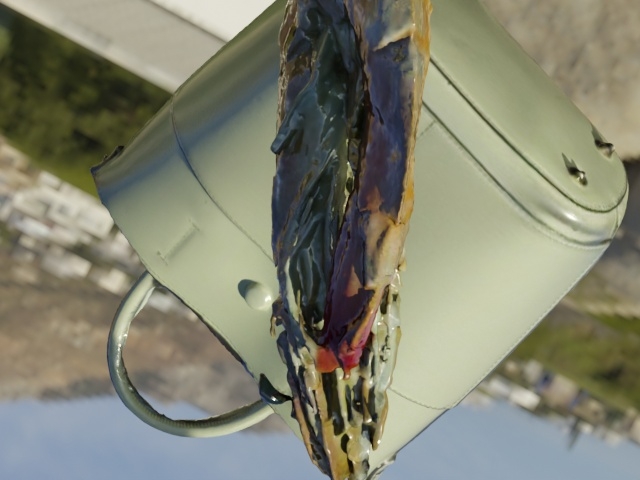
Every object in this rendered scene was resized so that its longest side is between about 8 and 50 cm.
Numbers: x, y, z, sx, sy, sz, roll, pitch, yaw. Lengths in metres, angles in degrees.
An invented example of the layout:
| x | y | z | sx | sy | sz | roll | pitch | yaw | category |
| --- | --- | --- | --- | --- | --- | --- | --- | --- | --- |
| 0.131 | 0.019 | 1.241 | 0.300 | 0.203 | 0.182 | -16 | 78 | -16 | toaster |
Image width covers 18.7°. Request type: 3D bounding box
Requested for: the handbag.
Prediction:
| x | y | z | sx | sy | sz | roll | pitch | yaw | category |
| --- | --- | --- | --- | --- | --- | --- | --- | --- | --- |
| 0.000 | 0.000 | 1.063 | 0.241 | 0.315 | 0.109 | 49 | -145 | 5 | handbag |

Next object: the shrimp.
| x | y | z | sx | sy | sz | roll | pitch | yaw | category |
| --- | --- | --- | --- | --- | --- | --- | --- | --- | --- |
| 0.008 | -0.016 | 0.550 | 0.042 | 0.190 | 0.101 | -1 | -161 | -11 | shrimp |
